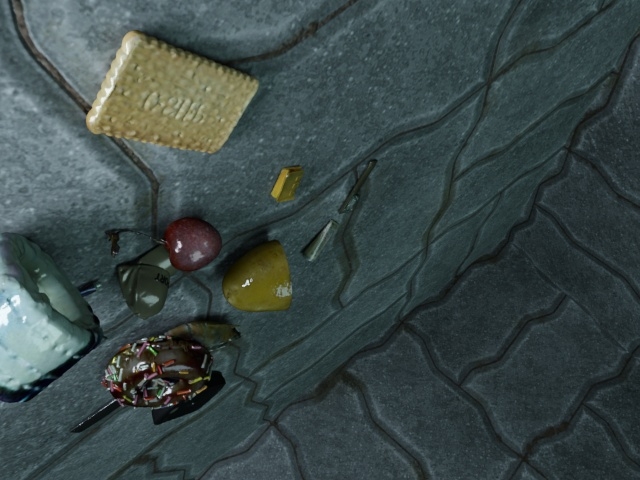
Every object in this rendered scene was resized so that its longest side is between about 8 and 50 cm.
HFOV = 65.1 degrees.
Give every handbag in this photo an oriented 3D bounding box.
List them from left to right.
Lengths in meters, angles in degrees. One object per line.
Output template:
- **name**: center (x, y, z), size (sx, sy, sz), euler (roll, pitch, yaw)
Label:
- **handbag**: center (-0.072, -0.127, 1.129), size (0.061, 0.027, 0.083), euler (-16, 145, -44)

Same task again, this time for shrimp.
- **shrimp**: center (-0.339, 0.281, 1.396), size (0.168, 0.077, 0.317), euler (-40, 154, 22)

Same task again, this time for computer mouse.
- **computer mouse**: center (-0.422, 0.470, 1.551), size (0.170, 0.100, 0.269), euler (-40, 162, 9)

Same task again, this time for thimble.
- **thimble**: center (-0.438, 0.105, 0.717), size (0.150, 0.237, 0.237), euler (-38, 157, -13)

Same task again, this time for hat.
- **hat**: center (-0.321, 0.077, 1.028), size (0.175, 0.085, 0.147), euler (-36, 156, -9)

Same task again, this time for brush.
- **brush**: center (0.107, -0.141, 1.383), size (0.034, 0.027, 0.190), euler (-16, 146, -49)

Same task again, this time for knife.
- **knife**: center (-0.579, 0.461, 1.405), size (0.245, 0.019, 0.072), euler (-34, 160, -9)

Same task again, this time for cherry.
- **cherry**: center (-0.289, 0.014, 0.959), size (0.225, 0.090, 0.107), euler (-11, 109, -36)

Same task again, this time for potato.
- **potato**: center (-0.166, 0.102, 1.244), size (0.158, 0.178, 0.203), euler (-12, 171, -23)

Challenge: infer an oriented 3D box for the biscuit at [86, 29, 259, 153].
- **biscuit**: center (-0.212, -0.211, 0.756), size (0.160, 0.030, 0.249), euler (-52, 155, 24)

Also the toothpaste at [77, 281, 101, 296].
- **toothpaste**: center (-0.455, 0.100, 0.947), size (0.083, 0.019, 0.027), euler (-28, 178, -26)

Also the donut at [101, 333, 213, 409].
- **donut**: center (-0.400, 0.336, 1.256), size (0.269, 0.103, 0.270), euler (-13, 145, -9)

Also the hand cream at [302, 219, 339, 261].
- **hand cream**: center (0.000, 0.000, 1.467), size (0.143, 0.039, 0.061), euler (-53, 149, 4)
